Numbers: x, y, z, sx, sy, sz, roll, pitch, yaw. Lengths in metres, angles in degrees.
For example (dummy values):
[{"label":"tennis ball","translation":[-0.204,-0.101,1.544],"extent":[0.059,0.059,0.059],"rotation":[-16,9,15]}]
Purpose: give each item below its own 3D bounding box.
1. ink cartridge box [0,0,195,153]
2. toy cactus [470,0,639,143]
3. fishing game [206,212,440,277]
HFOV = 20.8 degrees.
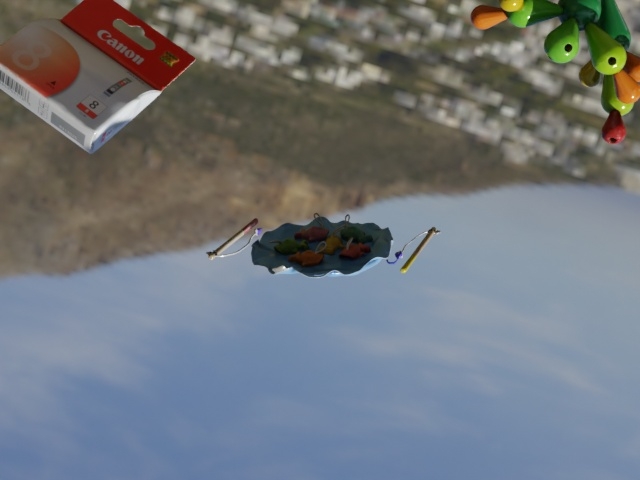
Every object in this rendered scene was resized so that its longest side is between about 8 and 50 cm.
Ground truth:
[{"label":"ink cartridge box","translation":[-0.235,-0.189,1.815],"extent":[0.145,0.179,0.045],"rotation":[36,148,11]},{"label":"toy cactus","translation":[0.222,-0.206,1.487],"extent":[0.112,0.180,0.219],"rotation":[-16,125,43]},{"label":"fishing game","translation":[0.000,0.000,2.162],"extent":[0.264,0.041,0.189],"rotation":[5,-157,24]}]
